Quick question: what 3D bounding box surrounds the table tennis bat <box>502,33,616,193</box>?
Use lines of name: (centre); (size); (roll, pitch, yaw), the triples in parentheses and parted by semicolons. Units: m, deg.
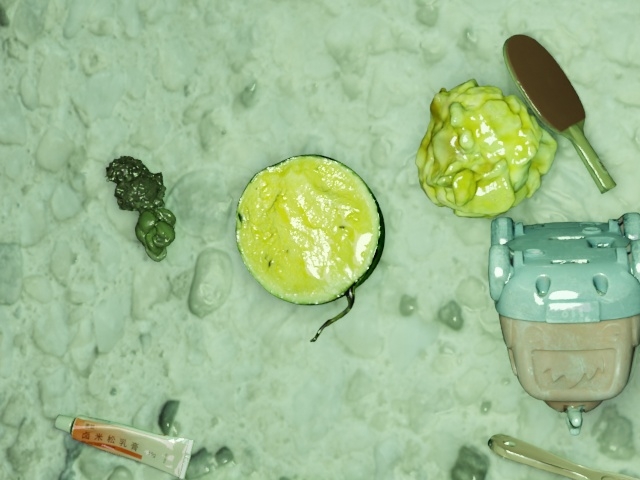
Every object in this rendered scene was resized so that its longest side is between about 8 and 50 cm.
table tennis bat: (0.323, -0.172, 1.535); (0.022, 0.138, 0.246); (-36, 81, 38)

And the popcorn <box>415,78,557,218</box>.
popcorn: (0.213, -0.115, 1.523); (0.167, 0.187, 0.185); (25, 78, 22)

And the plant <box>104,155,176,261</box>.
plant: (-0.263, -0.053, 1.699); (0.085, 0.087, 0.174); (-43, 70, 49)

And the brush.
brush: (0.370, 0.340, 1.534); (0.313, 0.072, 0.067); (19, 106, 15)

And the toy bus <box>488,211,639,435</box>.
toy bus: (0.318, 0.095, 1.459); (0.197, 0.294, 0.231); (-3, 104, 9)

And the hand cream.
hand cream: (-0.299, 0.303, 1.714); (0.216, 0.038, 0.052); (14, 118, 10)

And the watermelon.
watermelon: (-0.003, -0.007, 1.604); (0.204, 0.127, 0.232); (-44, 77, 8)
